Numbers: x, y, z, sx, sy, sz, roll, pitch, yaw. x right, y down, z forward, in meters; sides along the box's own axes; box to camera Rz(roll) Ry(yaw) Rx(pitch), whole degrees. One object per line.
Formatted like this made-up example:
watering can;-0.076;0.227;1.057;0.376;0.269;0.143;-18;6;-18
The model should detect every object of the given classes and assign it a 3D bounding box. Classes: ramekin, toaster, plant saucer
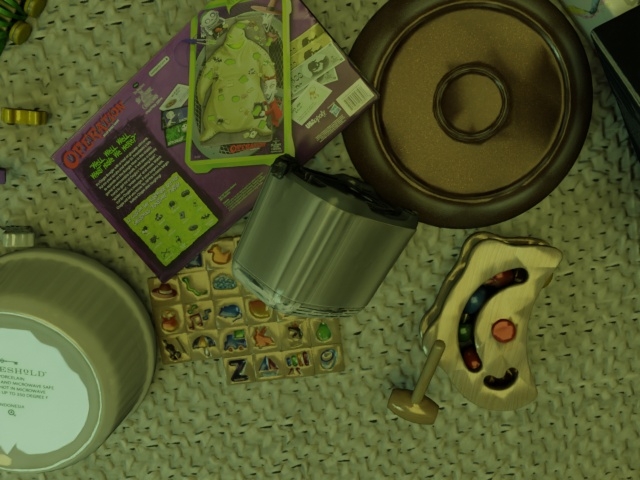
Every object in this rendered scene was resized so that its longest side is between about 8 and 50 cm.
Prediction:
ramekin;-0.345;0.155;0.836;0.273;0.127;0.272;0;109;1
toaster;0.000;0.000;0.775;0.129;0.227;0.146;34;104;32
plant saucer;0.177;-0.163;0.829;0.311;0.050;0.310;0;99;1

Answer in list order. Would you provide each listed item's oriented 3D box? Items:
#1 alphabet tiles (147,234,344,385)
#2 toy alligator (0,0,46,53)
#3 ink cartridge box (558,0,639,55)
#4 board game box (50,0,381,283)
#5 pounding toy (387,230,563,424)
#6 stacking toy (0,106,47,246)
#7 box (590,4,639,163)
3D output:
alphabet tiles;-0.098;0.091;0.898;0.237;0.009;0.198;-7;101;2
toy alligator;-0.353;-0.295;0.808;0.056;0.051;0.189;32;99;-5
ink cartridge box;0.312;-0.286;0.770;0.067;0.115;0.198;-38;97;8
board game box;-0.126;-0.133;0.815;0.347;0.056;0.208;-39;99;14
pounding toy;0.205;0.123;0.824;0.154;0.155;0.269;27;100;0
stacking toy;-0.436;-0.078;0.801;0.221;0.052;0.166;0;103;-33
box;0.493;-0.127;0.668;0.343;0.179;0.312;-25;128;20
